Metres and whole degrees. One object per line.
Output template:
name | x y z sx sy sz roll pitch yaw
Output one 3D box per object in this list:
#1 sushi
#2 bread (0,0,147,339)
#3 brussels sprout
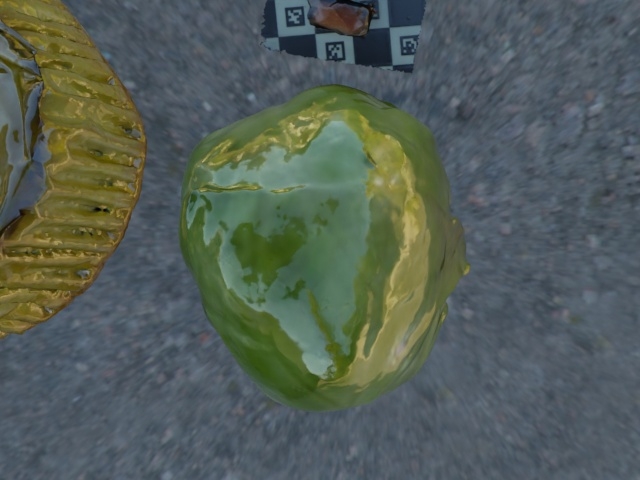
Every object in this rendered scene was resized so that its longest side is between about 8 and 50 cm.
sushi | 0.033 -0.330 1.559 0.192 0.043 0.280 11 104 3
bread | -0.243 -0.062 0.914 0.253 0.142 0.227 46 108 26
brussels sprout | 0.000 0.000 1.351 0.247 0.328 0.328 8 90 19
